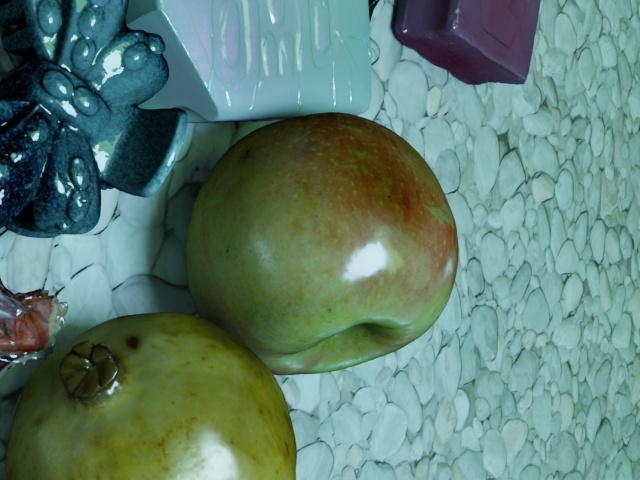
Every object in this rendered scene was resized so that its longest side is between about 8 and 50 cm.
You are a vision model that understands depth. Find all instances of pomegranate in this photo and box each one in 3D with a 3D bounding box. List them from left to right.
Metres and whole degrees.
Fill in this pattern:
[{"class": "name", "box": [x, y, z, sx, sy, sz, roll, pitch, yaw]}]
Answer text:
[{"class": "pomegranate", "box": [-0.156, 0.214, 0.993, 0.307, 0.307, 0.307, -3, 94, -49]}]

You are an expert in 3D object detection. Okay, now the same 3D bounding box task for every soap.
[{"class": "soap", "box": [-0.090, -0.244, 1.170, 0.347, 0.115, 0.208, -10, 98, -49]}, {"class": "soap", "box": [0.245, -0.446, 1.547, 0.233, 0.128, 0.359, 19, 79, -49]}]

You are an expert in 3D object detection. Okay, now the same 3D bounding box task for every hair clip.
[{"class": "hair clip", "box": [-0.257, -0.125, 0.948, 0.206, 0.195, 0.310, 36, 66, -31]}]

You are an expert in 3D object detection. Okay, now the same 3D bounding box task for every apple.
[{"class": "apple", "box": [0.000, 0.000, 1.143, 0.319, 0.319, 0.277, 14, 55, -49]}]

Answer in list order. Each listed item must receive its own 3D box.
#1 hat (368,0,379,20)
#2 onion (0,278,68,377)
[{"class": "hat", "box": [0.063, -0.335, 1.386, 0.050, 0.121, 0.121, 32, 61, -3]}, {"class": "onion", "box": [-0.385, 0.071, 0.815, 0.349, 0.159, 0.267, 8, 97, -62]}]
